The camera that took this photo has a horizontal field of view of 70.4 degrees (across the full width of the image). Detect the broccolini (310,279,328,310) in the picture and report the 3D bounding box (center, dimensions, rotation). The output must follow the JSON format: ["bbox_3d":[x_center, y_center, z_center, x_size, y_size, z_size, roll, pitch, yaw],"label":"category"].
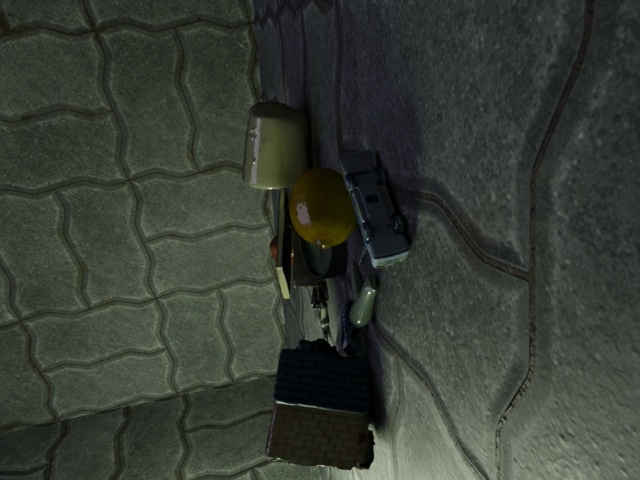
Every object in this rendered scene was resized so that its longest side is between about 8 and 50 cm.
[{"bbox_3d":[-0.013,0.234,2.151,0.068,0.091,0.202,-2,-96,-69],"label":"broccolini"}]

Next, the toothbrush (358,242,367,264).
[{"bbox_3d":[0.148,0.016,1.435,0.219,0.019,0.016,100,156,-54],"label":"toothbrush"}]

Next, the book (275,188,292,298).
[{"bbox_3d":[-0.162,0.012,2.063,0.300,0.039,0.427,86,-177,-58],"label":"book"}]

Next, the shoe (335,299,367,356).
[{"bbox_3d":[0.118,0.314,1.627,0.092,0.106,0.207,34,-129,-45],"label":"shoe"}]

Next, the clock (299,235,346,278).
[{"bbox_3d":[0.001,0.000,1.826,0.319,0.066,0.318,24,118,61],"label":"clock"}]

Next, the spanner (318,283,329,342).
[{"bbox_3d":[0.013,0.368,2.234,0.096,0.040,0.324,-167,70,-77],"label":"spanner"}]

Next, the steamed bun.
[{"bbox_3d":[-0.190,-0.424,2.024,0.456,0.290,0.370,-113,29,-67],"label":"steamed bun"}]

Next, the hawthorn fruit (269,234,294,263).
[{"bbox_3d":[-0.180,0.049,2.595,0.251,0.200,0.199,-12,86,64],"label":"hawthorn fruit"}]

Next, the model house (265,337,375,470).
[{"bbox_3d":[0.018,0.567,1.737,0.445,0.396,0.399,-82,-2,-86],"label":"model house"}]

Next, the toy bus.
[{"bbox_3d":[0.139,-0.080,1.219,0.136,0.109,0.329,85,171,-63],"label":"toy bus"}]

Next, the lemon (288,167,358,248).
[{"bbox_3d":[0.011,-0.110,1.480,0.236,0.236,0.263,169,86,-78],"label":"lemon"}]

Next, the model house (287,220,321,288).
[{"bbox_3d":[-0.054,0.071,2.093,0.244,0.169,0.325,106,158,-79],"label":"model house"}]

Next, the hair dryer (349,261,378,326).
[{"bbox_3d":[0.135,0.142,1.525,0.237,0.076,0.206,-100,17,-47],"label":"hair dryer"}]
